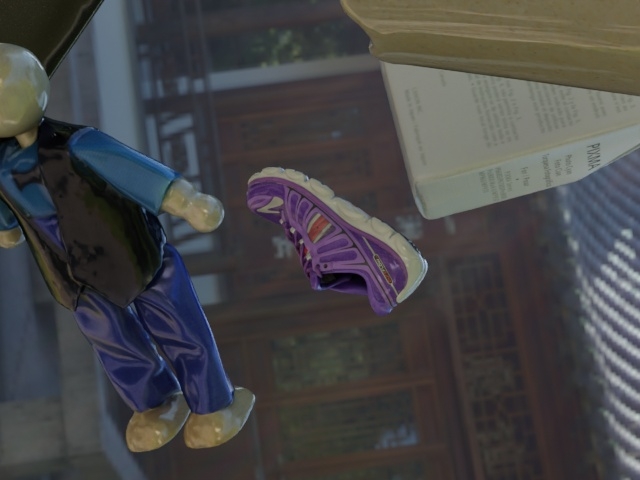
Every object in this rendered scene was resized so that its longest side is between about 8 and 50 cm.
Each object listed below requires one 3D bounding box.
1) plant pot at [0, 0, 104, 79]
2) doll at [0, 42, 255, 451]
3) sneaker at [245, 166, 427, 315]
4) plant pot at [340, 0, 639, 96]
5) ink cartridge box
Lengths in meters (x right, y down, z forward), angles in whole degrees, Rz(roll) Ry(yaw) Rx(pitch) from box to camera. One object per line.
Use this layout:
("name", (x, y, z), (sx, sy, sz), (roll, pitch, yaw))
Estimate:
("plant pot", (-0.291, -0.255, 1.253), (0.188, 0.167, 0.187), (-55, -168, 6))
("doll", (-0.091, 0.001, 0.549), (0.046, 0.129, 0.189), (-49, 120, -45))
("sneaker", (0.000, 0.000, 1.011), (0.170, 0.071, 0.068), (31, -13, 32))
("plant pot", (0.179, -0.222, 0.831), (0.334, 0.305, 0.334), (3, 90, -66))
("ink cartridge box", (0.237, -0.215, 1.184), (0.091, 0.384, 0.308), (64, 13, -65))
